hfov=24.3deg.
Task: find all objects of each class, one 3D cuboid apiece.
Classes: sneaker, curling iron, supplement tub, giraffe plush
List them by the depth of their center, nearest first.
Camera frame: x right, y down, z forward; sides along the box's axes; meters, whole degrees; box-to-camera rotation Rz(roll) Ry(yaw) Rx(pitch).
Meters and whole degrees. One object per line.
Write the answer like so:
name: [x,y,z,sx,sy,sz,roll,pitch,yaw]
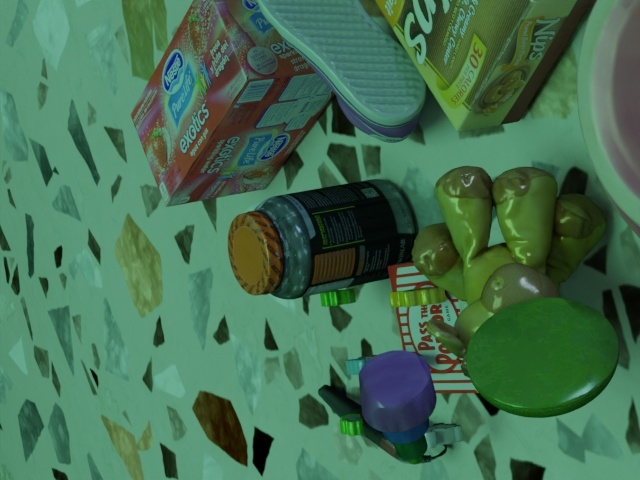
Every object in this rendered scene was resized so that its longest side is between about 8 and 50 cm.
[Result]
giraffe plush: [0.167,0.055,1.360,0.170,0.181,0.210,-72,-16,-60]
sneaker: [0.007,-0.219,1.599,0.282,0.102,0.161,57,177,9]
supplement tub: [0.000,0.000,1.654,0.117,0.190,0.117,24,118,54]
curling iron: [0.064,0.215,1.754,0.274,0.068,0.035,15,113,62]

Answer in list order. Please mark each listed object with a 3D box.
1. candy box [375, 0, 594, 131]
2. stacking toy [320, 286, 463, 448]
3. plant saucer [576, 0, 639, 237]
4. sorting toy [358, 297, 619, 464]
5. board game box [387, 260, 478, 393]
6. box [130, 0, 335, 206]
candy box: [0.126,-0.286,1.457,0.316,0.087,0.183,62,147,27]
stacking toy: [0.074,0.134,1.629,0.221,0.052,0.167,-5,93,61]
plant saucer: [0.319,-0.121,1.171,0.332,0.084,0.332,12,105,54]
sorting toy: [0.220,0.129,1.264,0.127,0.365,0.126,-97,-8,-50]
board game box: [0.153,0.087,1.572,0.193,0.045,0.147,-12,89,59]
box: [-0.101,-0.180,1.802,0.300,0.154,0.142,-50,57,54]
